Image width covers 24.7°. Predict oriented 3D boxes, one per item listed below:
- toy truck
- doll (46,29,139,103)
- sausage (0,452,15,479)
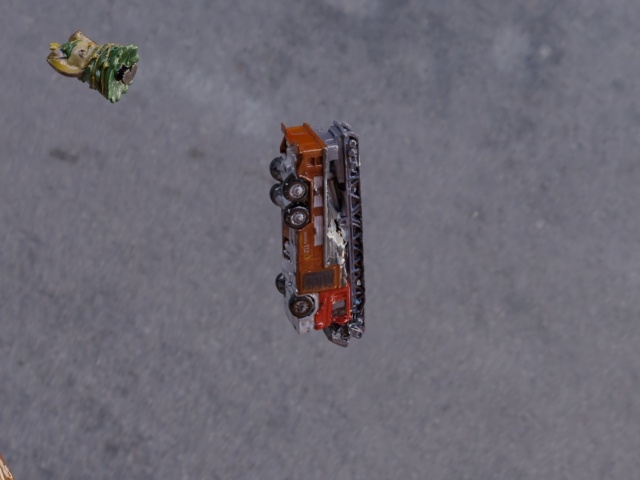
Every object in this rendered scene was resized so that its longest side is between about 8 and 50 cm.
[{"bbox_3d":[0.000,0.000,0.496,0.032,0.083,0.024,-11,29,-17],"label":"toy truck"},{"bbox_3d":[-0.279,-0.209,1.793,0.113,0.077,0.078,9,39,24],"label":"doll"},{"bbox_3d":[-0.291,0.196,1.230,0.054,0.062,0.183,-56,126,-68],"label":"sausage"}]
